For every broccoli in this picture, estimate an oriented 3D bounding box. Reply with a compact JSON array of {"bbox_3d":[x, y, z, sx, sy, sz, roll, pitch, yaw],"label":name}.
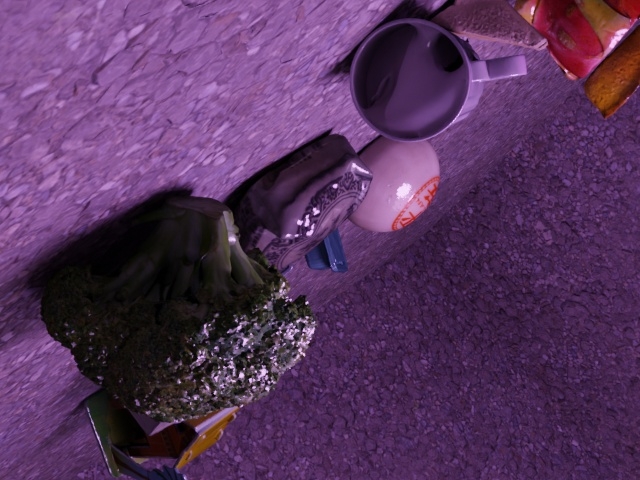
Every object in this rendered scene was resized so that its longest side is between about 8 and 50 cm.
[{"bbox_3d":[-0.185,0.102,1.398,0.413,0.321,0.310,-2,137,-49],"label":"broccoli"}]

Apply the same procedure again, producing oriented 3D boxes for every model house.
[{"bbox_3d":[-0.284,0.439,2.277,0.323,0.340,0.300,-11,-170,43],"label":"model house"}]

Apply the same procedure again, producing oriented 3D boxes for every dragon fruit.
[{"bbox_3d":[0.481,-0.440,1.763,0.290,0.189,0.290,-46,177,-3],"label":"dragon fruit"}]

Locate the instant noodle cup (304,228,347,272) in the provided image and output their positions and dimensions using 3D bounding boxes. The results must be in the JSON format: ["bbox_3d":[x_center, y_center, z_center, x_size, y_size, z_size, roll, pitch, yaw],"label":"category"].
[{"bbox_3d":[0.000,0.000,2.180,0.070,0.157,0.179,-17,175,8],"label":"instant noodle cup"}]

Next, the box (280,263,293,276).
[{"bbox_3d":[-0.115,0.058,2.212,0.099,0.074,0.054,-38,-178,-1],"label":"box"}]

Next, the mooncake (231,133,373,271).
[{"bbox_3d":[-0.048,-0.044,1.716,0.250,0.136,0.254,-38,173,-34],"label":"mooncake"}]

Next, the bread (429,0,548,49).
[{"bbox_3d":[0.254,-0.313,1.532,0.105,0.152,0.077,-46,170,15],"label":"bread"}]

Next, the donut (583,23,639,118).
[{"bbox_3d":[0.539,-0.309,1.790,0.190,0.074,0.174,-50,176,-8],"label":"donut"}]

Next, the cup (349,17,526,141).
[{"bbox_3d":[0.173,-0.222,1.461,0.167,0.221,0.202,-70,166,15],"label":"cup"}]

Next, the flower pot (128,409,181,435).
[{"bbox_3d":[-0.299,0.249,2.023,0.209,0.190,0.239,-31,168,-40],"label":"flower pot"}]

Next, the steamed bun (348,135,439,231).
[{"bbox_3d":[0.157,-0.108,2.077,0.232,0.145,0.232,-39,157,-20],"label":"steamed bun"}]
